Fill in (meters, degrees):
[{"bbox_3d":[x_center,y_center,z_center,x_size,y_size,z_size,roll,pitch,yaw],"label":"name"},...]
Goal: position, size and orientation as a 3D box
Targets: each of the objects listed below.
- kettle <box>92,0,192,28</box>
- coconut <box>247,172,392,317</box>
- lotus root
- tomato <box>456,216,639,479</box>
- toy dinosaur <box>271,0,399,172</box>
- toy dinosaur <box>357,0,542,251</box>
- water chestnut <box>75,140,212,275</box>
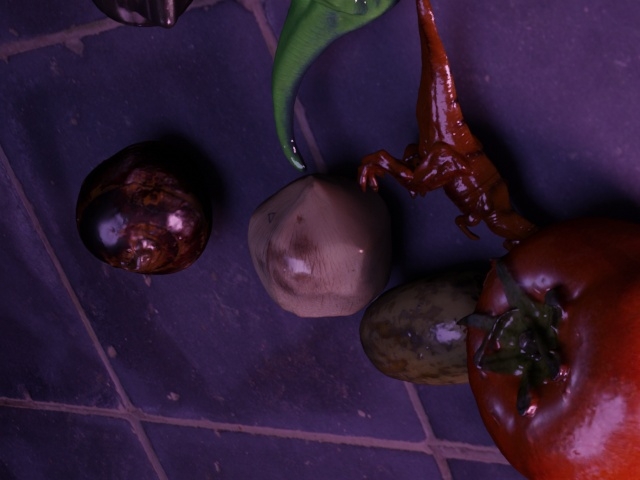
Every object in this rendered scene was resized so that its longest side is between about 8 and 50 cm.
[{"bbox_3d":[-0.261,-0.459,1.612,0.321,0.228,0.324,54,153,38],"label":"kettle"},{"bbox_3d":[0.000,0.000,1.715,0.224,0.224,0.224,24,134,28],"label":"coconut"},{"bbox_3d":[0.162,0.130,1.708,0.309,0.173,0.173,-20,105,51],"label":"lotus root"},{"bbox_3d":[0.341,0.149,1.448,0.273,0.341,0.341,17,153,-32],"label":"tomato"},{"bbox_3d":[0.088,-0.298,1.491,0.374,0.144,0.500,7,128,25],"label":"toy dinosaur"},{"bbox_3d":[0.144,-0.115,1.541,0.208,0.097,0.432,-10,124,44],"label":"toy dinosaur"},{"bbox_3d":[-0.279,-0.056,1.943,0.223,0.238,0.224,-2,119,-4],"label":"water chestnut"}]
